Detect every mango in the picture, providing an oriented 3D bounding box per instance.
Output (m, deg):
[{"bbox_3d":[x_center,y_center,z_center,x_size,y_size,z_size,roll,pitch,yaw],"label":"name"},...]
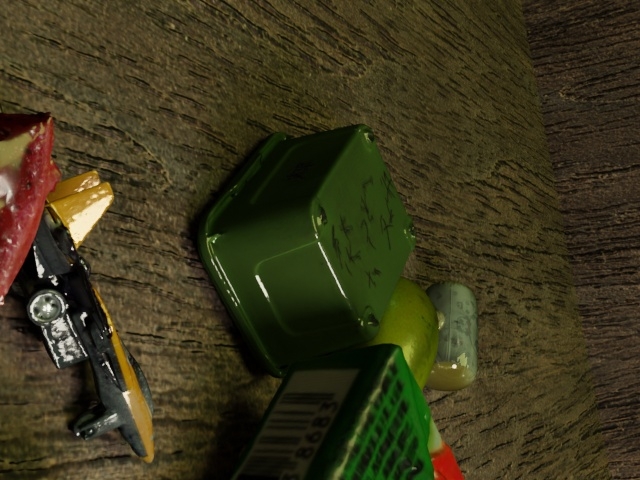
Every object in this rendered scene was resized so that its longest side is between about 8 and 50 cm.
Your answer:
[{"bbox_3d":[0.092,0.157,1.321,0.149,0.185,0.273,27,23,-5],"label":"mango"}]

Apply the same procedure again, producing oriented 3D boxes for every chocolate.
[{"bbox_3d":[0.023,0.356,1.072,0.360,0.161,0.341,-59,136,-37],"label":"chocolate"}]

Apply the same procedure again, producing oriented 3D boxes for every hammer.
[{"bbox_3d":[0.166,0.123,1.590,0.305,0.113,0.202,38,43,-37],"label":"hammer"}]

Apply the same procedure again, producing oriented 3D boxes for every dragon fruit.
[{"bbox_3d":[-0.339,0.012,0.708,0.262,0.134,0.212,-18,108,-42],"label":"dragon fruit"}]

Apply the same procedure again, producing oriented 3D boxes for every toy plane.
[{"bbox_3d":[-0.227,0.092,0.883,0.103,0.204,0.316,-16,113,-22],"label":"toy plane"}]

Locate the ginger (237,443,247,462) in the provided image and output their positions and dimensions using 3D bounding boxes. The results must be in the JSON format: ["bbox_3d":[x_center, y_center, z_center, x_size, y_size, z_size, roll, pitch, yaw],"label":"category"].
[{"bbox_3d":[-0.036,0.280,1.186,0.149,0.065,0.259,67,28,-22],"label":"ginger"}]

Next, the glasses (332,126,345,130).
[{"bbox_3d":[0.086,-0.107,1.539,0.220,0.088,0.190,-29,103,-61],"label":"glasses"}]

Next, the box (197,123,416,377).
[{"bbox_3d":[0.000,0.000,1.246,0.253,0.177,0.329,65,31,-23],"label":"box"}]
